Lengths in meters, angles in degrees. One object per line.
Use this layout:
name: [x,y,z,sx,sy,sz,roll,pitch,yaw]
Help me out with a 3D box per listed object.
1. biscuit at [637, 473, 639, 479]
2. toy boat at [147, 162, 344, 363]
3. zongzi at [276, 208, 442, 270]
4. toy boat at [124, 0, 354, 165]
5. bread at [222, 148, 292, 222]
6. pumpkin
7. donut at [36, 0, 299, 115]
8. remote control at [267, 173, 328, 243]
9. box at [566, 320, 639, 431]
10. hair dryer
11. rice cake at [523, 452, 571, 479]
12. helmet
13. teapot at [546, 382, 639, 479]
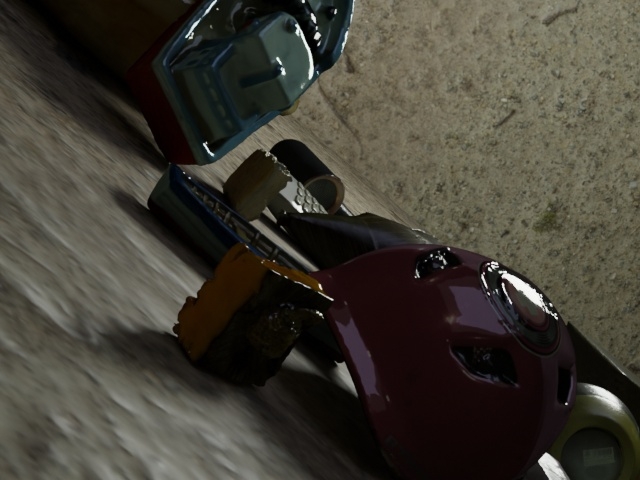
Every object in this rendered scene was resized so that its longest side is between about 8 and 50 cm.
biscuit: [0.409,0.325,1.495,0.274,0.091,0.213,40,5,-36]
toy boat: [-0.041,0.025,0.976,0.229,0.046,0.080,41,6,-19]
zongzi: [0.087,0.059,1.263,0.242,0.112,0.221,22,21,-49]
toy boat: [-0.049,-0.204,1.241,0.332,0.133,0.145,-52,125,-48]
bread: [-0.067,-0.058,1.251,0.035,0.070,0.083,40,2,-28]
pumpkin: [-0.037,0.048,0.730,0.054,0.074,0.083,39,5,33]
donut: [-0.198,-0.300,1.453,0.449,0.198,0.449,41,7,-6]
remote control: [0.000,0.000,1.392,0.229,0.044,0.073,49,16,-19]
box: [0.425,0.266,1.742,0.273,0.143,0.184,38,8,-27]
hair dryer: [0.024,-0.035,1.713,0.255,0.070,0.128,46,2,-41]
rice cake: [0.211,0.261,0.873,0.070,0.064,0.399,46,5,-25]
helmet: [0.107,0.085,0.905,0.198,0.154,0.253,66,5,25]
teapot: [0.218,0.195,1.159,0.166,0.130,0.119,10,-3,-10]
